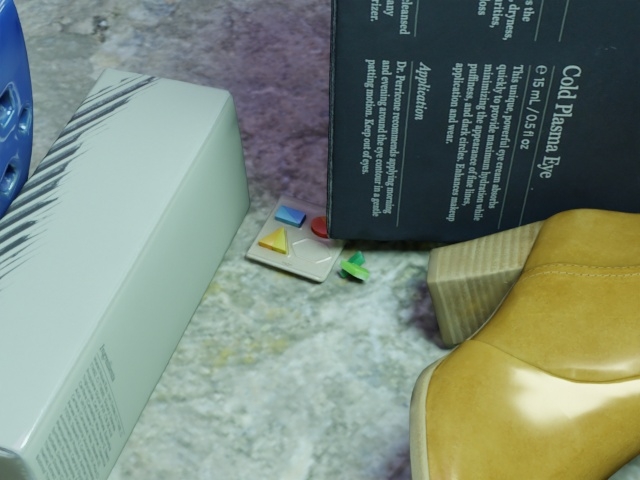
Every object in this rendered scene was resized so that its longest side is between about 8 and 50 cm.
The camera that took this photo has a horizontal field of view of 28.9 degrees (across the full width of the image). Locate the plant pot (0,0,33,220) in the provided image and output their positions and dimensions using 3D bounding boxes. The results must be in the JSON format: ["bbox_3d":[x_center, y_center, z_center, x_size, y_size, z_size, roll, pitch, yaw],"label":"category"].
[{"bbox_3d":[-0.300,-0.013,0.709,0.236,0.212,0.236,13,52,16],"label":"plant pot"}]

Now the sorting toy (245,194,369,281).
[{"bbox_3d":[0.000,0.000,0.812,0.083,0.012,0.062,18,53,18],"label":"sorting toy"}]

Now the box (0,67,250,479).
[{"bbox_3d":[-0.137,0.031,0.733,0.094,0.113,0.275,13,50,15],"label":"box"}]

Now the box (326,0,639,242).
[{"bbox_3d":[0.162,-0.165,0.719,0.313,0.343,0.179,3,51,1],"label":"box"}]

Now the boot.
[{"bbox_3d":[0.161,0.082,0.653,0.211,0.104,0.295,-9,41,15],"label":"boot"}]
